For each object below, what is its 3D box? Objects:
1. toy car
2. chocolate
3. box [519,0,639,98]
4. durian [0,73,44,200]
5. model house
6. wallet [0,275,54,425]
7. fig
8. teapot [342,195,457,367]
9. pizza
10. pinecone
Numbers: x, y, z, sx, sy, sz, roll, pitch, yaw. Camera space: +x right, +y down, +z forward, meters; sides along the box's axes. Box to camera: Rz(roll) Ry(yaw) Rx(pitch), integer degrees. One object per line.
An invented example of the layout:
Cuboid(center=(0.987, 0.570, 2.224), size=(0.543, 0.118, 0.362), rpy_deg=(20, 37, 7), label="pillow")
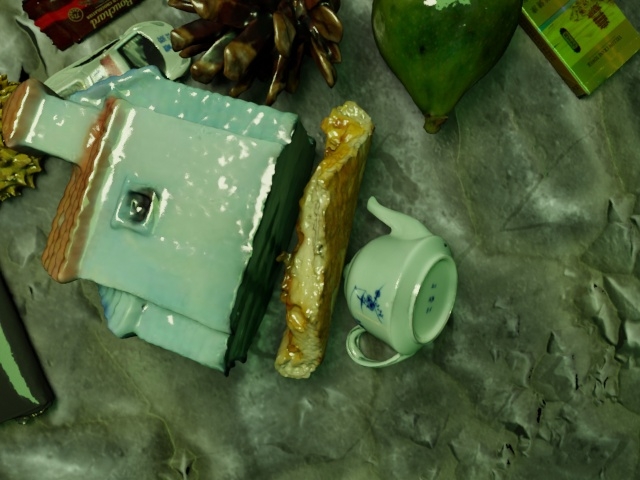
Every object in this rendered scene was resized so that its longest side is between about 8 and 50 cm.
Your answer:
Cuboid(center=(-0.266, -0.214, 0.683), size=(0.205, 0.056, 0.095), rpy_deg=(-35, 93, -4), label="toy car")
Cuboid(center=(-0.285, -0.319, 0.671), size=(0.182, 0.086, 0.028), rpy_deg=(-36, 59, -8), label="chocolate")
Cuboid(center=(0.373, -0.324, 0.766), size=(0.121, 0.030, 0.193), rpy_deg=(-41, 96, -4), label="box")
Cuboid(center=(-0.468, -0.135, 0.627), size=(0.250, 0.138, 0.183), rpy_deg=(12, 81, -12), label="durian")
Cuboid(center=(-0.202, -0.044, 0.614), size=(0.330, 0.252, 0.294), rpy_deg=(17, 90, 1), label="model house")
Cuboid(center=(-0.460, 0.136, 0.674), size=(0.149, 0.044, 0.250), rpy_deg=(-20, 94, -2), label="wallet")
Cuboid(center=(0.163, -0.265, 0.663), size=(0.196, 0.195, 0.244), rpy_deg=(0, 82, -7), label="fig")
Cuboid(center=(0.091, 0.063, 0.696), size=(0.159, 0.159, 0.231), rpy_deg=(8, 99, -7), label="teapot")
Cuboid(center=(0.000, 0.000, 0.652), size=(0.074, 0.182, 0.365), rpy_deg=(13, 95, 11), label="pizza")
Cuboid(center=(-0.080, -0.263, 0.623), size=(0.201, 0.229, 0.202), rpy_deg=(-7, 113, -18), label="pinecone")
